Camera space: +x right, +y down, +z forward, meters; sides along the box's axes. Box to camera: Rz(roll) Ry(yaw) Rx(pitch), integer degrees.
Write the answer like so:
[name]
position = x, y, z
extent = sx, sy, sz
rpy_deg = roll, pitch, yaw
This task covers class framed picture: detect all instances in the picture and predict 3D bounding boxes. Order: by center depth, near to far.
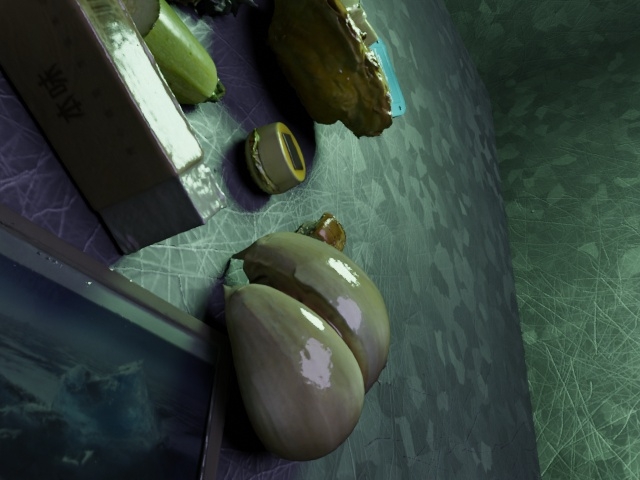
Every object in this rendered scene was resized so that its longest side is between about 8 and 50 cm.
[framed picture]
position = -0.254, 0.173, 0.625
extent = 0.446, 0.028, 0.326
rpy_deg = 42, 40, -44

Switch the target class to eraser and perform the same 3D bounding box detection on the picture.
[eraser]
position = -0.253, -0.157, 0.699
extent = 0.344, 0.144, 0.078
rpy_deg = 62, 28, -16

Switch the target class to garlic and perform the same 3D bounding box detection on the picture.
[garlic]
position = -0.023, 0.153, 0.889
extent = 0.286, 0.249, 0.313
rpy_deg = -24, 108, -34

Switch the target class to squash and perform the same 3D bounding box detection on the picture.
[squash]
position = -0.211, -0.257, 0.857
extent = 0.287, 0.137, 0.137
rpy_deg = 32, 47, -53

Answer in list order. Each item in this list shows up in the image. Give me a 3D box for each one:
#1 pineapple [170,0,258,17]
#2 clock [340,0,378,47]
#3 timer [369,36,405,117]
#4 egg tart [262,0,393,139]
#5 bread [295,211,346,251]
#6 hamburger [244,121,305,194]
[pineapple]
position = -0.195, -0.446, 1.008
extent = 0.248, 0.128, 0.128
rpy_deg = -19, 91, -66
[clock]
position = 0.008, -0.609, 1.409
extent = 0.276, 0.120, 0.379
rpy_deg = 45, 22, -38
[timer]
position = 0.103, -0.418, 1.599
extent = 0.250, 0.091, 0.232
rpy_deg = -23, 95, -51
[egg tart]
position = -0.005, -0.372, 1.234
extent = 0.339, 0.153, 0.352
rpy_deg = 54, -5, 45
[bread]
position = 0.001, 0.000, 1.136
extent = 0.083, 0.076, 0.070
rpy_deg = 59, 27, -25
[hamburger]
position = -0.084, -0.143, 1.063
extent = 0.141, 0.081, 0.127
rpy_deg = -69, 137, -67
